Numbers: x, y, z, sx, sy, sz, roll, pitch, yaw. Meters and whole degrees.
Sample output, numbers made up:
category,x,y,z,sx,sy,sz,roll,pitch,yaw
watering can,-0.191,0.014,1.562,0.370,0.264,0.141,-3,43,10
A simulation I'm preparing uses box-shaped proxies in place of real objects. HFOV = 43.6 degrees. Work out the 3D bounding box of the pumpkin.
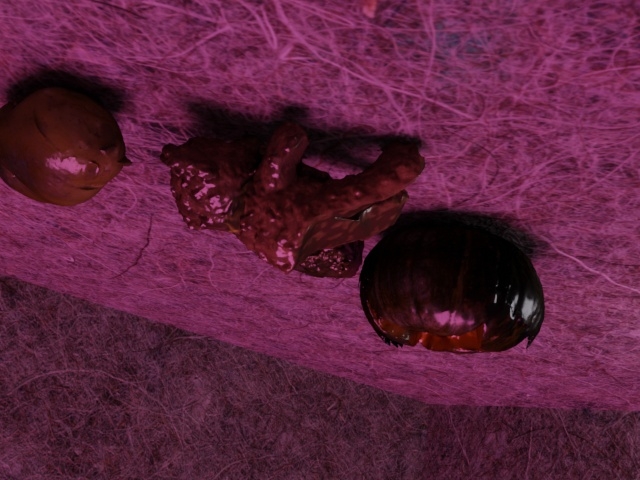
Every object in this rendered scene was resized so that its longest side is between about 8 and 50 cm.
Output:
category,x,y,z,sx,sy,sz,roll,pitch,yaw
pumpkin,0.217,0.086,1.352,0.320,0.192,0.320,9,165,2

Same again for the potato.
category,x,y,z,sx,sy,sz,roll,pitch,yaw
potato,-0.363,-0.127,1.089,0.248,0.143,0.169,-8,117,54

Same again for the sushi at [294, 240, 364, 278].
category,x,y,z,sx,sy,sz,roll,pitch,yaw
sushi,0.014,0.005,1.360,0.161,0.107,0.241,18,161,-35

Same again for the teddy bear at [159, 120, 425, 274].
category,x,y,z,sx,sy,sz,roll,pitch,yaw
teddy bear,-0.038,-0.078,1.092,0.296,0.222,0.246,-31,164,-17
